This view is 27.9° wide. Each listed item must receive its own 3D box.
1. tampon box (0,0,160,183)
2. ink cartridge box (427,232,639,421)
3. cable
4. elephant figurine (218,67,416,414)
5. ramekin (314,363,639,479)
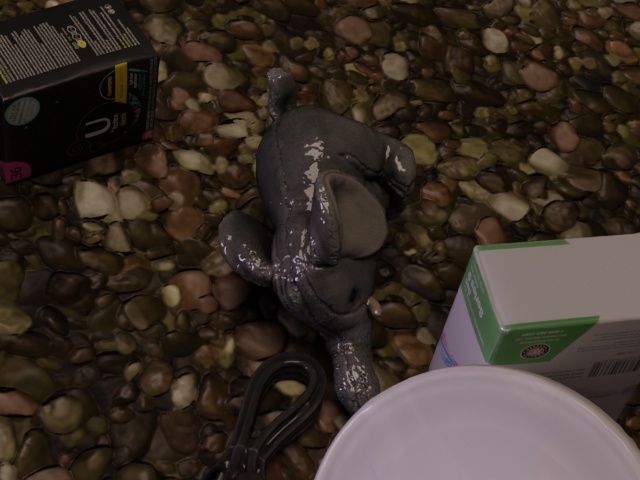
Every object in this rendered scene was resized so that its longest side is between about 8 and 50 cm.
[{"bbox_3d":[-0.253,-0.149,1.252,0.161,0.120,0.101,-22,59,-25],"label":"tampon box"},{"bbox_3d":[0.186,0.097,1.090,0.154,0.212,0.093,-5,50,-14],"label":"ink cartridge box"},{"bbox_3d":[-0.069,0.210,1.066,0.139,0.072,0.287,5,39,4],"label":"cable"},{"bbox_3d":[0.000,0.000,1.143,0.186,0.169,0.239,18,42,-1],"label":"elephant figurine"},{"bbox_3d":[0.134,0.224,0.961,0.273,0.273,0.127,41,14,20],"label":"ramekin"}]
